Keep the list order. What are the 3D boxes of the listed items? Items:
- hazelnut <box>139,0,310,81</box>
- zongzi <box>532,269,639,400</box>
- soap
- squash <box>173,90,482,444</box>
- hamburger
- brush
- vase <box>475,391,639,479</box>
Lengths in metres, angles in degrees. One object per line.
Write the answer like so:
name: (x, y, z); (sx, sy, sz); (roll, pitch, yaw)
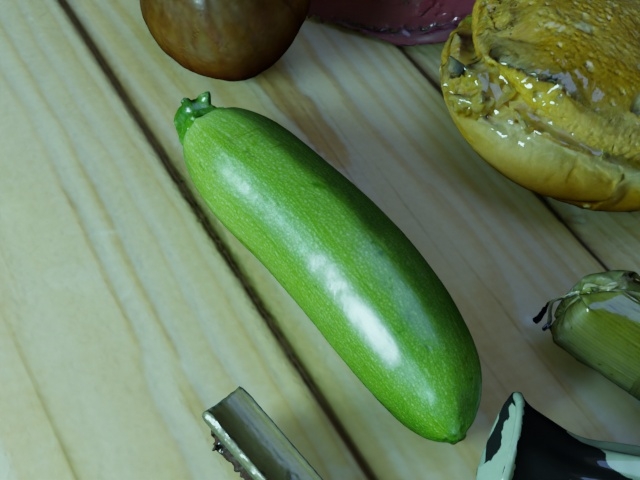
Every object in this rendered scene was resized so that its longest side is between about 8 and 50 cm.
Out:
hazelnut: (-0.105, -0.269, 0.967); (0.210, 0.210, 0.186); (-24, 17, -38)
zongzi: (0.313, 0.068, 0.855); (0.204, 0.094, 0.204); (32, 40, 13)
soap: (0.079, -0.333, 1.115); (0.289, 0.182, 0.112); (15, 42, -12)
squash: (0.000, 0.000, 0.795); (0.107, 0.107, 0.395); (-21, 55, -36)
hamburger: (0.272, -0.160, 1.016); (0.314, 0.170, 0.290); (13, 40, -9)
brush: (0.010, 0.203, 0.645); (0.248, 0.036, 0.043); (45, 52, 16)
vase: (0.285, 0.217, 0.653); (0.360, 0.165, 0.165); (18, 42, 4)
